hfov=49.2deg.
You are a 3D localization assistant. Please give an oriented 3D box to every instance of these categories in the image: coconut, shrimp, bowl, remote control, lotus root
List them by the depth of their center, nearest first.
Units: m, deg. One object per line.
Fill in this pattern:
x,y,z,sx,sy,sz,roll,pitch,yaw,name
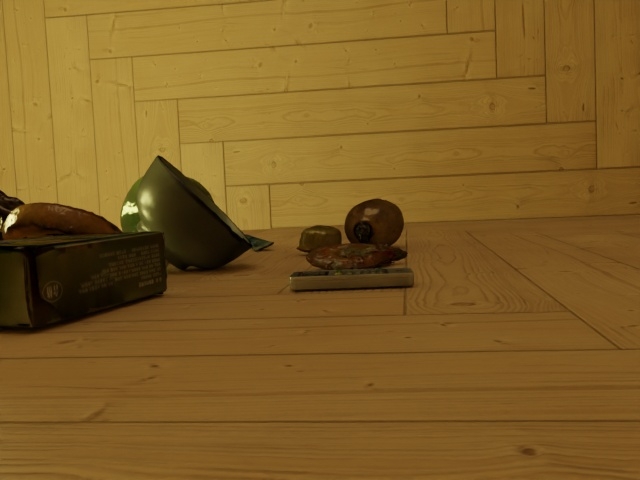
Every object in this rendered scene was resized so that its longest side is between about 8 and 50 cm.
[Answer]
0.064,0.078,1.430,0.250,0.034,0.103,-3,4,4,remote control
0.105,0.044,1.762,0.294,0.062,0.154,-8,18,-29,shrimp
-0.370,-0.043,1.894,0.185,0.354,0.354,-46,6,-1,bowl
-0.462,-0.068,2.181,0.328,0.281,0.328,35,0,0,coconut
0.166,-0.046,2.275,0.183,0.182,0.310,-1,10,22,lotus root

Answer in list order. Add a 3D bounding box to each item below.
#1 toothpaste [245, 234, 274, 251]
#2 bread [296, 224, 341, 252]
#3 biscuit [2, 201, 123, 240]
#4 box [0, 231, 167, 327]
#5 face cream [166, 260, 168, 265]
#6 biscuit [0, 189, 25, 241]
-0.243,0.010,2.533,0.069,0.047,0.268,9,3,-23,toothpaste
0.008,0.001,2.214,0.125,0.086,0.156,7,10,24,bread
-0.592,-0.003,1.650,0.296,0.102,0.296,8,-27,4,biscuit
-0.550,0.062,1.302,0.373,0.138,0.420,-1,4,18,box
-0.513,0.060,1.892,0.198,0.057,0.084,2,-2,29,face cream
-0.940,-0.039,2.111,0.332,0.103,0.332,19,-28,11,biscuit
